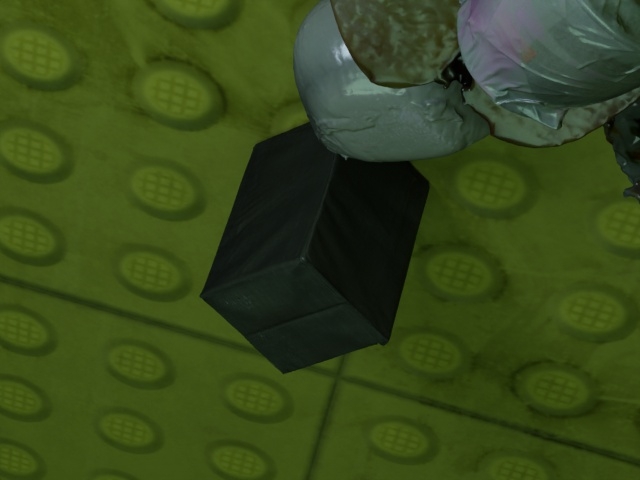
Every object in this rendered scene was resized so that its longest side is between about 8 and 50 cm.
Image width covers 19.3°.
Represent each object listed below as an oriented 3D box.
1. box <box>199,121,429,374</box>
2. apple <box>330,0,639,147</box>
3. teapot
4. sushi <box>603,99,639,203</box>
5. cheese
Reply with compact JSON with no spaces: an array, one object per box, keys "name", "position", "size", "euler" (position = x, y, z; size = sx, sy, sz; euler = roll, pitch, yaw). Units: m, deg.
[{"name":"box","position":[0.000,0.000,2.009],"size":[0.149,0.231,0.155],"euler":[-21,128,36]},{"name":"apple","position":[0.166,-0.264,1.596],"size":[0.295,0.328,0.365],"euler":[-8,136,-29]},{"name":"teapot","position":[0.172,-0.199,1.455],"size":[0.221,0.163,0.178],"euler":[48,134,-4]},{"name":"sushi","position":[0.443,-0.125,1.751],"size":[0.418,0.175,0.417],"euler":[10,139,9]},{"name":"cheese","position":[0.068,-0.171,1.847],"size":[0.198,0.154,0.189],"euler":[-5,153,19]}]
